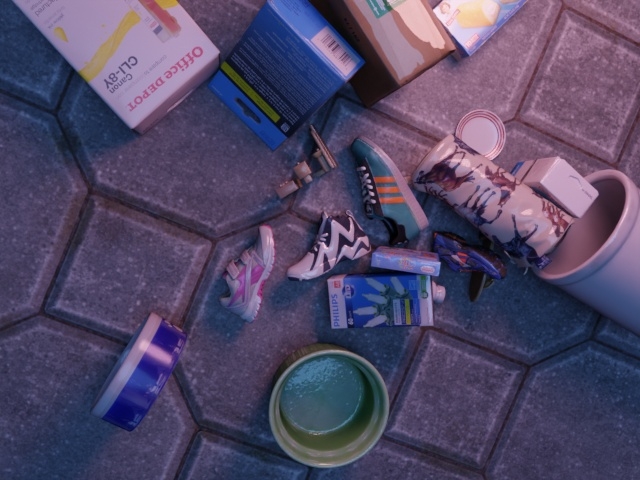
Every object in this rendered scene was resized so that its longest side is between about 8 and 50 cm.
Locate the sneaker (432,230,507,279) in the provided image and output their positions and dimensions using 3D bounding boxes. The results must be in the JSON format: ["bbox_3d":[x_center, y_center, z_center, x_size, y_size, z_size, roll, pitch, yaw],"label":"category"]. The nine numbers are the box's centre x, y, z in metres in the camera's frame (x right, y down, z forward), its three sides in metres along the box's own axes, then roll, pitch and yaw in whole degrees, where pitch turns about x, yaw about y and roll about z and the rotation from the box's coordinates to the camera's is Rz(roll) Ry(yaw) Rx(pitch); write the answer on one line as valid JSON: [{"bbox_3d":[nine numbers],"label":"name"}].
[{"bbox_3d":[0.384,0.051,1.640,0.083,0.221,0.087,-6,118,-45],"label":"sneaker"}]

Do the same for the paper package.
[{"bbox_3d":[0.122,-0.505,1.470,0.168,0.309,0.324,-35,99,-7],"label":"paper package"}]

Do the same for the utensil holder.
[{"bbox_3d":[0.799,0.056,1.624,0.386,0.327,0.327,32,90,-12],"label":"utensil holder"}]

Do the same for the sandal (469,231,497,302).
[{"bbox_3d":[0.464,0.054,1.689,0.079,0.088,0.239,10,88,-8],"label":"sandal"}]

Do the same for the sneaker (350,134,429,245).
[{"bbox_3d":[0.153,-0.122,1.612,0.121,0.108,0.302,-37,101,-8],"label":"sneaker"}]

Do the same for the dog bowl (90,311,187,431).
[{"bbox_3d":[-0.425,0.307,1.484,0.104,0.265,0.264,32,90,-12],"label":"dog bowl"}]

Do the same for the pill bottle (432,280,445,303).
[{"bbox_3d":[0.269,0.134,1.676,0.116,0.065,0.065,12,93,-9],"label":"pill bottle"}]

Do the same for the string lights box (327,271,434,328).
[{"bbox_3d":[0.156,0.151,1.612,0.260,0.077,0.133,-4,96,13],"label":"string lights box"}]

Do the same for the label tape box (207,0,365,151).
[{"bbox_3d":[-0.091,-0.396,1.494,0.240,0.334,0.106,45,52,-10],"label":"label tape box"}]

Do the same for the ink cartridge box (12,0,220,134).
[{"bbox_3d":[-0.455,-0.480,1.457,0.279,0.160,0.384,-42,100,-3],"label":"ink cartridge box"}]

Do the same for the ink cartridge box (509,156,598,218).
[{"bbox_3d":[0.589,-0.134,1.630,0.148,0.203,0.086,39,86,-10],"label":"ink cartridge box"}]

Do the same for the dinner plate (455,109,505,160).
[{"bbox_3d":[0.427,-0.279,1.687,0.141,0.017,0.141,-1,95,-8],"label":"dinner plate"}]

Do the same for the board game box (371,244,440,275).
[{"bbox_3d":[0.214,0.047,1.565,0.160,0.211,0.039,8,95,9],"label":"board game box"}]

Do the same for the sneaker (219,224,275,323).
[{"bbox_3d":[-0.185,0.078,1.581,0.111,0.103,0.252,17,92,-12],"label":"sneaker"}]

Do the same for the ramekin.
[{"bbox_3d":[0.012,0.410,1.620,0.304,0.148,0.303,-1,96,-9],"label":"ramekin"}]

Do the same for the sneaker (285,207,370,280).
[{"bbox_3d":[0.000,0.000,1.608,0.235,0.094,0.153,-23,97,-6],"label":"sneaker"}]

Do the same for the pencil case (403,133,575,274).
[{"bbox_3d":[0.419,-0.096,1.588,0.410,0.160,0.183,37,101,5],"label":"pencil case"}]

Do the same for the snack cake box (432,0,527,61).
[{"bbox_3d":[0.411,-0.610,1.617,0.264,0.089,0.152,-44,101,-3],"label":"snack cake box"}]

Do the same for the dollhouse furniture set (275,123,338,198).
[{"bbox_3d":[-0.057,-0.199,1.569,0.151,0.144,0.123,-30,94,10],"label":"dollhouse furniture set"}]
